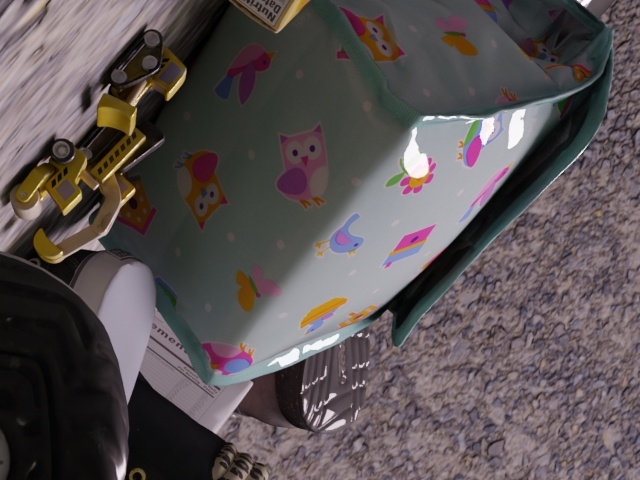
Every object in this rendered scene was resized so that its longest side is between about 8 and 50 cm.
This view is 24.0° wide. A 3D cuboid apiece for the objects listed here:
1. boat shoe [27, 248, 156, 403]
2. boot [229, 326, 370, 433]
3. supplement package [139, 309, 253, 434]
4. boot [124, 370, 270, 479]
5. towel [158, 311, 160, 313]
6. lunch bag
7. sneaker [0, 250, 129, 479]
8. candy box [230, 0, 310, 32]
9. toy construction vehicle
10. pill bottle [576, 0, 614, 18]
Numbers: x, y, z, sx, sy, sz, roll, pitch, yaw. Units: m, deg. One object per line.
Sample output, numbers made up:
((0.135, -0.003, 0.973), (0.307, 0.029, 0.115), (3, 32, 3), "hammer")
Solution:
((-0.155, 0.106, 0.748), (0.080, 0.076, 0.228), (45, 59, -62), "boat shoe")
((-0.049, 0.013, 1.417), (0.223, 0.118, 0.338), (0, -111, 45), "boot")
((-0.176, 0.162, 1.031), (0.134, 0.139, 0.244), (-55, 176, 40), "supplement package")
((-0.134, 0.135, 0.858), (0.085, 0.179, 0.236), (-52, 179, 26), "boot")
((-0.185, 0.131, 1.782), (0.187, 0.049, 0.282), (-51, 179, 15), "towel")
((0.037, -0.050, 0.867), (0.262, 0.160, 0.223), (-10, 147, -50), "lunch bag")
((-0.211, 0.151, 0.446), (0.384, 0.145, 0.147), (-49, -161, -7), "sneaker")
((0.025, -0.180, 0.599), (0.109, 0.053, 0.186), (-51, 180, -43), "candy box")
((-0.095, -0.037, 0.676), (0.098, 0.035, 0.086), (-51, 178, -17), "toy construction vehicle")
((0.144, -0.227, 0.940), (0.161, 0.161, 0.283), (-50, 178, -46), "pill bottle")
